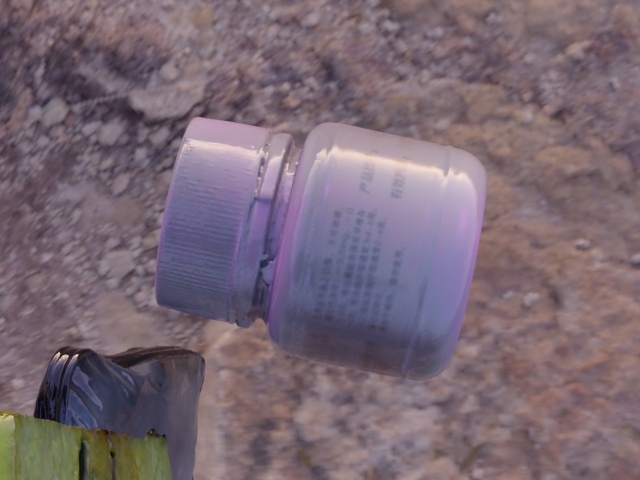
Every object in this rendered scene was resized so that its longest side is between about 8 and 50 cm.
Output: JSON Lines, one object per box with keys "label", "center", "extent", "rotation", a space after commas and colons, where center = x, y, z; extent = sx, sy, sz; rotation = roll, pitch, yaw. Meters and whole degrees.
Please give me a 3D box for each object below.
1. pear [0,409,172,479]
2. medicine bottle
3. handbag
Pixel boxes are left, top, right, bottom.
{"label": "pear", "center": [-0.222, 0.276, 1.029], "extent": [0.238, 0.342, 0.318], "rotation": [-10, 77, 10]}
{"label": "medicine bottle", "center": [0.000, 0.000, 1.548], "extent": [0.302, 0.241, 0.241], "rotation": [12, 77, 1]}
{"label": "handbag", "center": [-0.206, 0.205, 1.596], "extent": [0.075, 0.332, 0.192], "rotation": [6, 89, 20]}
